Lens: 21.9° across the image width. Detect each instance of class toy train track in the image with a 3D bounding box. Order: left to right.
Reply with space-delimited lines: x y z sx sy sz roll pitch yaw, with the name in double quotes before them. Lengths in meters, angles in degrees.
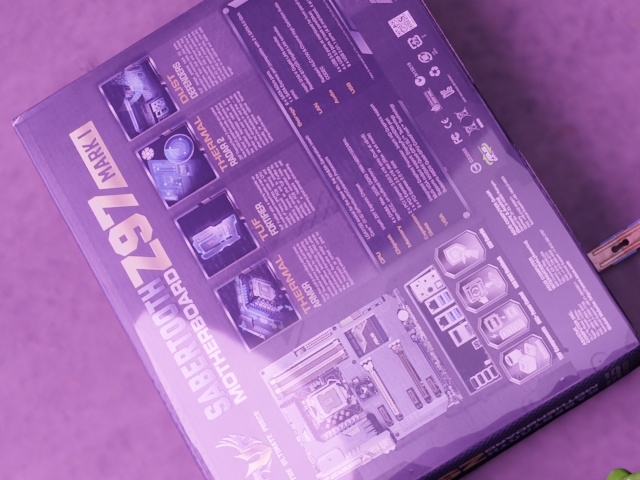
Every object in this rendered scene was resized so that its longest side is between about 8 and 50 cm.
"toy train track" 0.146 -0.007 0.723 0.083 0.014 0.048 -32 80 5

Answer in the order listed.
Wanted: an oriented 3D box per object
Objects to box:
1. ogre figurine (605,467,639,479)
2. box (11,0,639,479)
"ogre figurine" 0.213 0.083 0.648 0.197 0.097 0.118 -32 61 -13
"box" 0.000 0.000 0.714 0.183 0.059 0.232 -32 73 2
